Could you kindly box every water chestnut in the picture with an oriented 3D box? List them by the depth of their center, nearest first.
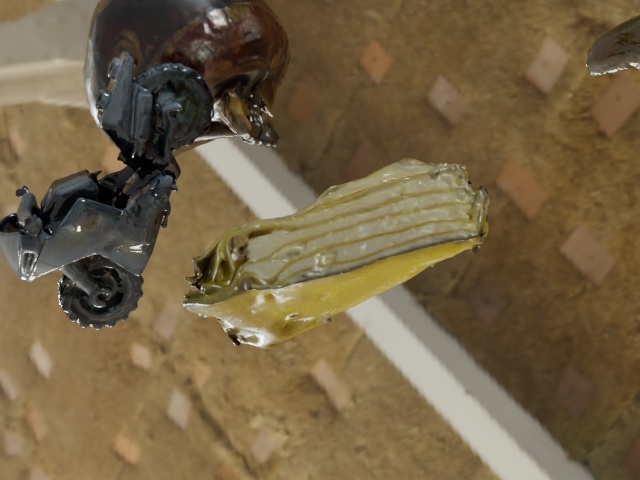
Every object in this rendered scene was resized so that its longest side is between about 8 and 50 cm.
[{"bbox_3d":[-0.134,-0.178,1.384,0.238,0.223,0.223,56,-47,12],"label":"water chestnut"}]

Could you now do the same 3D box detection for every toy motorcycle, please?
[{"bbox_3d":[-0.208,-0.049,1.243,0.271,0.159,0.106,-68,-157,13],"label":"toy motorcycle"}]

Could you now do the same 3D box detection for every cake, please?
[{"bbox_3d":[-0.001,-0.004,0.796,0.185,0.116,0.080,-27,-121,28],"label":"cake"}]

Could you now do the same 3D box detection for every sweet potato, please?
[{"bbox_3d":[0.309,-0.162,0.982,0.233,0.081,0.062,-6,-82,44],"label":"sweet potato"}]
